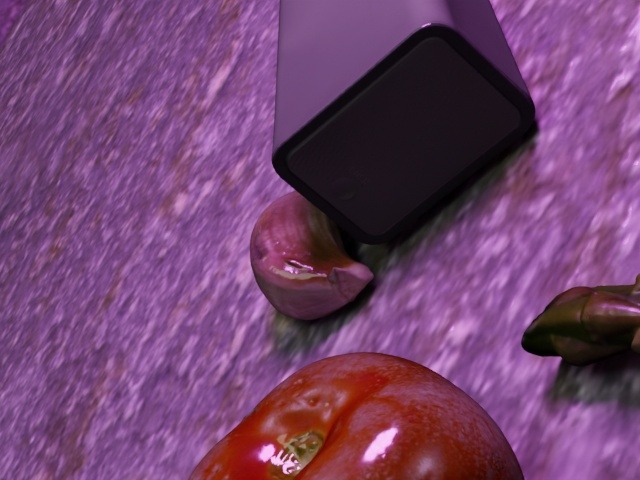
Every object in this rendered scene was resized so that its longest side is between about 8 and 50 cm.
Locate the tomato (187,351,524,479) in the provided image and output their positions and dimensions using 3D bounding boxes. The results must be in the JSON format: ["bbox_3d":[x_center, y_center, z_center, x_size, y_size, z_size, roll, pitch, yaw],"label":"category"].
[{"bbox_3d":[0.031,0.224,1.143,0.270,0.223,0.270,-28,23,13],"label":"tomato"}]

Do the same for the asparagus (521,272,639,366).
[{"bbox_3d":[0.260,0.055,1.131,0.287,0.080,0.080,0,59,54],"label":"asparagus"}]

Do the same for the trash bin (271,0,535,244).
[{"bbox_3d":[0.071,-0.189,1.574,0.223,0.158,0.343,-40,28,22],"label":"trash bin"}]

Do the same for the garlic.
[{"bbox_3d":[-0.007,-0.002,1.580,0.128,0.090,0.198,-23,33,19],"label":"garlic"}]
